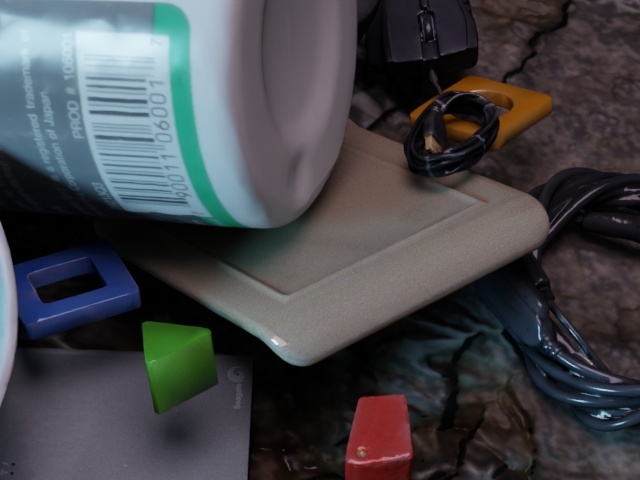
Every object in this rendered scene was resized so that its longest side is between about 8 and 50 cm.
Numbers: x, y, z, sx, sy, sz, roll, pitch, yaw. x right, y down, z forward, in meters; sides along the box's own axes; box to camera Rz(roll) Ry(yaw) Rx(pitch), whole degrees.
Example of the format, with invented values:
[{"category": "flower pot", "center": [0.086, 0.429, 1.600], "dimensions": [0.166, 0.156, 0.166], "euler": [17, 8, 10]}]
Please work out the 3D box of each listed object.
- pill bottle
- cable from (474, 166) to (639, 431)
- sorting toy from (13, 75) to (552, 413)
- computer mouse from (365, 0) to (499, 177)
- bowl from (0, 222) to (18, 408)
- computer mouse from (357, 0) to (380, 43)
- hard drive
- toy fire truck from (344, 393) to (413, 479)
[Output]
[{"category": "pill bottle", "center": [-0.177, -0.118, 0.976], "dimensions": [0.361, 0.204, 0.204], "euler": [5, 47, 18]}, {"category": "cable", "center": [0.174, 0.035, 1.001], "dimensions": [0.150, 0.047, 0.184], "euler": [-20, 50, -25]}, {"category": "sorting toy", "center": [0.000, 0.000, 0.989], "dimensions": [0.347, 0.047, 0.196], "euler": [-26, 35, -28]}, {"category": "computer mouse", "center": [0.065, -0.107, 1.068], "dimensions": [0.071, 0.041, 0.242], "euler": [-6, 29, 0]}, {"category": "bowl", "center": [-0.312, 0.055, 0.840], "dimensions": [0.311, 0.163, 0.312], "euler": [14, 51, -18]}, {"category": "computer mouse", "center": [-0.078, -0.155, 1.140], "dimensions": [0.272, 0.072, 0.188], "euler": [19, 51, 30]}, {"category": "hard drive", "center": [-0.103, 0.099, 0.938], "dimensions": [0.135, 0.022, 0.094], "euler": [2, 48, -1]}, {"category": "toy fire truck", "center": [0.080, 0.165, 0.873], "dimensions": [0.135, 0.047, 0.192], "euler": [0, 49, -2]}]
